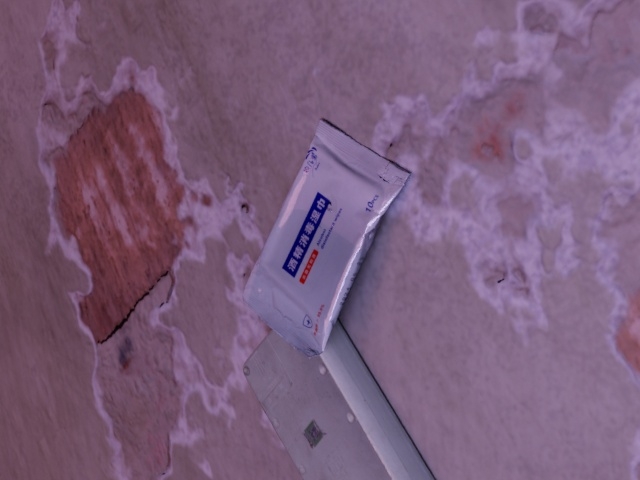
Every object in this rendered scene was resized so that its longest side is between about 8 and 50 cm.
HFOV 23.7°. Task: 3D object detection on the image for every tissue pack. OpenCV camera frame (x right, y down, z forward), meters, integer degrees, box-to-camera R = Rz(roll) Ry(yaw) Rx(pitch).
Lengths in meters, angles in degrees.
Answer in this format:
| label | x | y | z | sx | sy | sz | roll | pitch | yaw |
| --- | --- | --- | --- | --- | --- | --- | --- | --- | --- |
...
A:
| label | x | y | z | sx | sy | sz | roll | pitch | yaw |
| --- | --- | --- | --- | --- | --- | --- | --- | --- | --- |
| tissue pack | 0.000 | 0.000 | 1.388 | 0.122 | 0.026 | 0.193 | 35 | 105 | 40 |

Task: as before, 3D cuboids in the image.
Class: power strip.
| label | x | y | z | sx | sy | sz | roll | pitch | yaw |
| --- | --- | --- | --- | --- | --- | --- | --- | --- | --- |
| power strip | 0.018 | 0.181 | 1.420 | 0.270 | 0.046 | 0.118 | 58 | 134 | 21 |
